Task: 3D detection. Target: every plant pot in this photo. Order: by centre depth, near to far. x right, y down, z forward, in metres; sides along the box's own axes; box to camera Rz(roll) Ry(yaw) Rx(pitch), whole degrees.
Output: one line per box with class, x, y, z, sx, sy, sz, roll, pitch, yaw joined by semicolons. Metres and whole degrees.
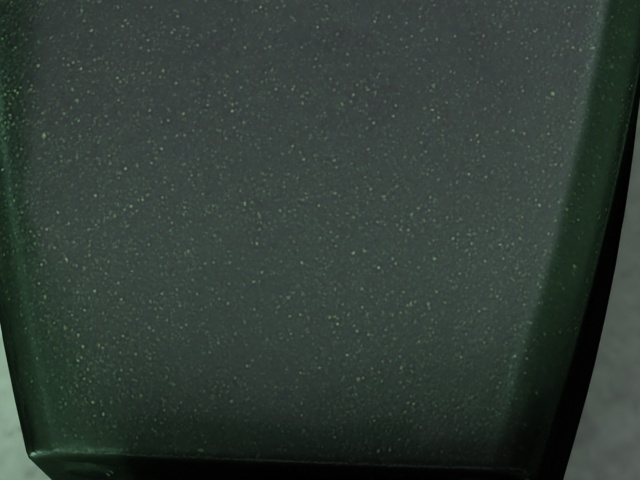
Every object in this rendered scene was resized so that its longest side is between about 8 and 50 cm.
plant pot;0.000;0.000;0.528;0.187;0.188;0.167;2;71;7
